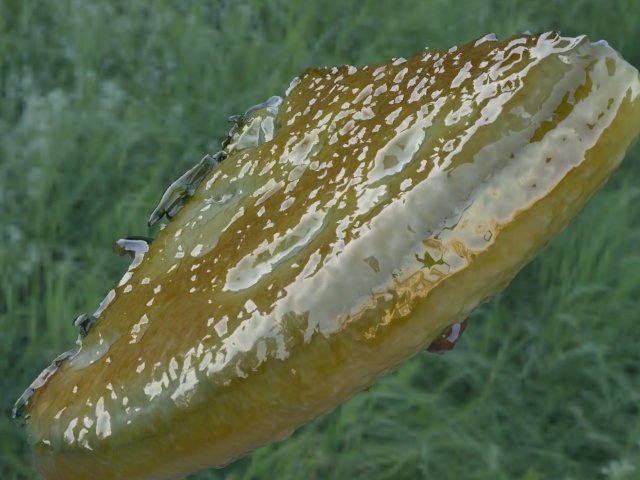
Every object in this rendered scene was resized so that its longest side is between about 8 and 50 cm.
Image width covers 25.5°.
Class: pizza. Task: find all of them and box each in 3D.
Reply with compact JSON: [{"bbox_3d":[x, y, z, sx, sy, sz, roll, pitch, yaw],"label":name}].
[{"bbox_3d":[0.000,0.000,0.589,0.289,0.081,0.229,-37,26,15],"label":"pizza"}]
